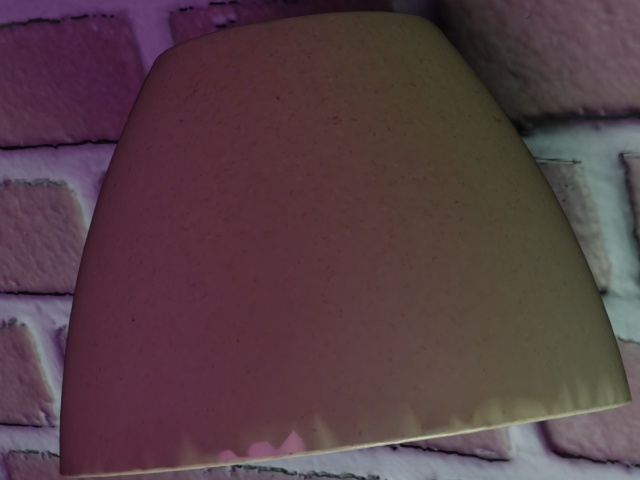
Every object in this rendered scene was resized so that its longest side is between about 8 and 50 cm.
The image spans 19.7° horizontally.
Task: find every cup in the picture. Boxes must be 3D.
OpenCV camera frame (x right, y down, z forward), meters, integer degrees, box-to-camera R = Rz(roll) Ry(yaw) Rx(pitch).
[{"bbox_3d":[0.000,0.000,1.072,0.331,0.331,0.237,-10,85,38],"label":"cup"}]
